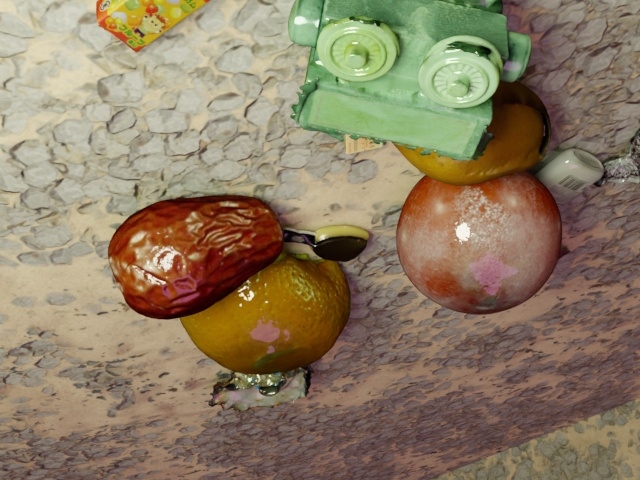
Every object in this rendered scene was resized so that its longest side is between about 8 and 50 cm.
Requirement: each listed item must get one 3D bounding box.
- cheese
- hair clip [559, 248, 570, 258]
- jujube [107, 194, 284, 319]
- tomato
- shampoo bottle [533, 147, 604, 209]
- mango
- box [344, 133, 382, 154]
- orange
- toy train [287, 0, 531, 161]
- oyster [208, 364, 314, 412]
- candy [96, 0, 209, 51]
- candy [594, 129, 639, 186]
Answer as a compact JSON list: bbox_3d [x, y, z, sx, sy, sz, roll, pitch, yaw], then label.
[{"bbox_3d":[0.000,0.001,1.290,0.162,0.036,0.086,8,144,-32],"label":"cheese"},{"bbox_3d":[0.467,0.024,1.540,0.054,0.022,0.137,-39,141,28],"label":"hair clip"},{"bbox_3d":[-0.186,0.016,1.128,0.255,0.190,0.190,-24,152,-19],"label":"jujube"},{"bbox_3d":[0.259,0.003,1.219,0.270,0.227,0.270,-2,146,-1],"label":"tomato"},{"bbox_3d":[0.389,-0.076,1.323,0.108,0.051,0.221,11,140,-35],"label":"shampoo bottle"},{"bbox_3d":[0.229,-0.153,1.057,0.236,0.136,0.166,5,139,-39],"label":"mango"},{"bbox_3d":[0.063,-0.163,1.081,0.058,0.015,0.093,-14,149,-5],"label":"box"},{"bbox_3d":[-0.098,0.142,1.364,0.262,0.196,0.334,-18,158,30],"label":"orange"},{"bbox_3d":[0.095,-0.209,0.857,0.271,0.159,0.188,11,147,-4],"label":"toy train"},{"bbox_3d":[-0.127,0.329,1.708,0.198,0.092,0.259,17,145,-40],"label":"oyster"},{"bbox_3d":[-0.177,-0.260,0.804,0.122,0.038,0.062,-29,146,20],"label":"candy"},{"bbox_3d":[0.553,-0.163,1.259,0.094,0.051,0.226,8,141,-29],"label":"candy"}]
